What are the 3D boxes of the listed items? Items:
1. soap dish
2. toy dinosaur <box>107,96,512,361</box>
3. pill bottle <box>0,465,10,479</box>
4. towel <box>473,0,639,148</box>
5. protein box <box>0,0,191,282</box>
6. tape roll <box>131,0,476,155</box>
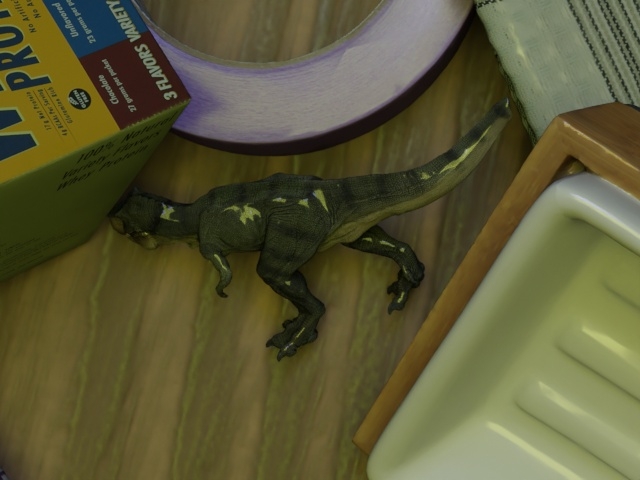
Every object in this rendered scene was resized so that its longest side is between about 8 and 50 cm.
[{"bbox_3d":[0.171,0.079,1.003,0.229,0.118,0.291,33,134,5],"label":"soap dish"},{"bbox_3d":[0.000,0.000,1.090,0.268,0.064,0.118,-12,121,19],"label":"toy dinosaur"},{"bbox_3d":[-0.270,0.114,1.096,0.108,0.108,0.193,-33,86,2],"label":"pill bottle"},{"bbox_3d":[0.219,-0.198,1.049,0.312,0.056,0.324,-26,99,-10],"label":"towel"},{"bbox_3d":[-0.214,-0.055,1.012,0.199,0.201,0.136,-27,81,-32],"label":"protein box"},{"bbox_3d":[-0.034,-0.191,1.104,0.274,0.090,0.275,0,87,4],"label":"tape roll"}]
